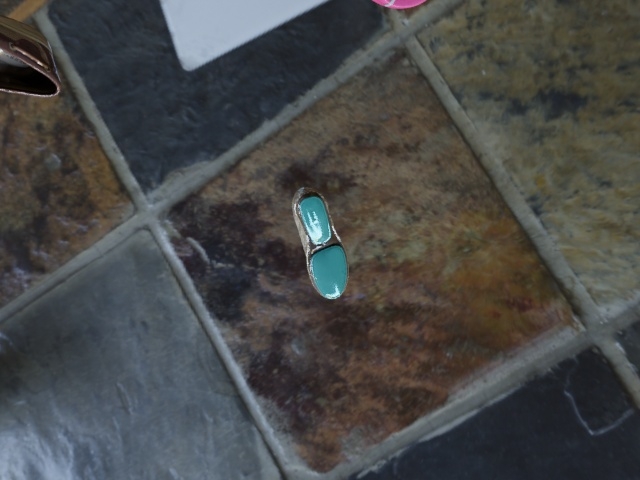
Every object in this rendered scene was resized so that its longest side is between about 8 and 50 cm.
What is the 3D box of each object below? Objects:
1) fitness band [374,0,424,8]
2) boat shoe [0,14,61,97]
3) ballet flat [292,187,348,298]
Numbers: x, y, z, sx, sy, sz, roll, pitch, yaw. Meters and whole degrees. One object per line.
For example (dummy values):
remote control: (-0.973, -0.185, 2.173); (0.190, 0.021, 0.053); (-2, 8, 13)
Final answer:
fitness band: (0.121, -0.560, 1.178); (0.290, 0.054, 0.209); (34, 92, -28)
boat shoe: (-0.540, -0.282, 0.945); (0.123, 0.342, 0.123); (-43, 64, 22)
ballet flat: (0.000, 0.000, 1.080); (0.073, 0.067, 0.206); (-16, 118, -8)
